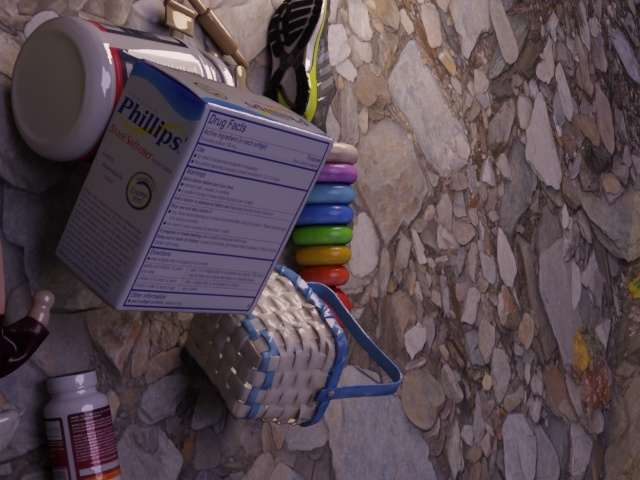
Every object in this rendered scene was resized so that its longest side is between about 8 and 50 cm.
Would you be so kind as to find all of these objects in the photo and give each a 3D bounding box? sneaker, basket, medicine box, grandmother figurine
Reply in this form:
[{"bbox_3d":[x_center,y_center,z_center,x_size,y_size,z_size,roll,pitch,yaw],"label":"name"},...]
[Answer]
[{"bbox_3d":[-0.026,-0.318,1.880,0.121,0.111,0.299,33,61,-56],"label":"sneaker"},{"bbox_3d":[-0.044,0.155,1.598,0.289,0.255,0.201,-5,127,-35],"label":"basket"},{"bbox_3d":[-0.163,-0.059,1.380,0.264,0.149,0.289,9,111,-54],"label":"medicine box"},{"bbox_3d":[-0.421,0.096,1.252,0.208,0.104,0.342,-6,89,-26],"label":"grandmother figurine"}]

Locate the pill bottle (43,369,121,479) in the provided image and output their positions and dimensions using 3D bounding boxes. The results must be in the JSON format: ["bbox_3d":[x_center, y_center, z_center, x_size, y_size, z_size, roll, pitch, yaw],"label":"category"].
[{"bbox_3d":[-0.313,0.249,1.355,0.086,0.086,0.151,-7,87,-53],"label":"pill bottle"}]

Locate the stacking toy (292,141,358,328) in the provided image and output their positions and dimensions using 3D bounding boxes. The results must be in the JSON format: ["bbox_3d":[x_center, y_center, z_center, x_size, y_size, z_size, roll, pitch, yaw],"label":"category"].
[{"bbox_3d":[0.000,0.000,1.807,0.141,0.141,0.330,3,84,-52],"label":"stacking toy"}]

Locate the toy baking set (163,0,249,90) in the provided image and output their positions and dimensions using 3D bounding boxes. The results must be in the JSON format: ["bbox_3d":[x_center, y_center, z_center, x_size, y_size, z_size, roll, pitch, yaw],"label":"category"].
[{"bbox_3d":[-0.189,-0.277,1.705,0.256,0.030,0.196,47,50,-35],"label":"toy baking set"}]

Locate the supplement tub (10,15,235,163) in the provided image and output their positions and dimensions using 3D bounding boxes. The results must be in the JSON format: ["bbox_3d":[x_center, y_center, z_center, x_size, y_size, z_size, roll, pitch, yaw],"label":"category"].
[{"bbox_3d":[-0.267,-0.198,1.441,0.272,0.191,0.191,0,81,-52],"label":"supplement tub"}]
